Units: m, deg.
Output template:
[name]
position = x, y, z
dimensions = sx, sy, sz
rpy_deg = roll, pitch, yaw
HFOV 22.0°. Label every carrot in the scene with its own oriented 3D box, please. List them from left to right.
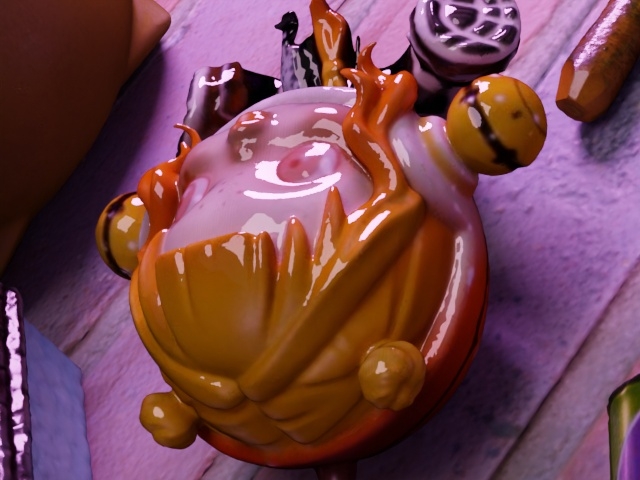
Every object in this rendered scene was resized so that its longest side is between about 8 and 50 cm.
[carrot]
position = 0.208, -0.150, 1.080
dimensions = 0.042, 0.042, 0.171
rpy_deg = 20, 67, 46

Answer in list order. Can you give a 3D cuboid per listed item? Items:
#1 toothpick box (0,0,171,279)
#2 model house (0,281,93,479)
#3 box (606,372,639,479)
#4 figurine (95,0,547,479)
[toothpick box]
position = -0.359, -0.174, 1.254
dimensions = 0.409, 0.425, 0.409
rpy_deg = -39, 27, 24
[model house]
position = -0.298, 0.155, 1.044
dimensions = 0.230, 0.249, 0.280
rpy_deg = -31, 42, 14
[box]
position = 0.197, 0.212, 0.725
dimensions = 0.134, 0.097, 0.346
rpy_deg = -18, 46, 27
[figurine]
position = 0.003, 0.002, 0.991
dimensions = 0.320, 0.196, 0.323
rpy_deg = -16, 40, 34
